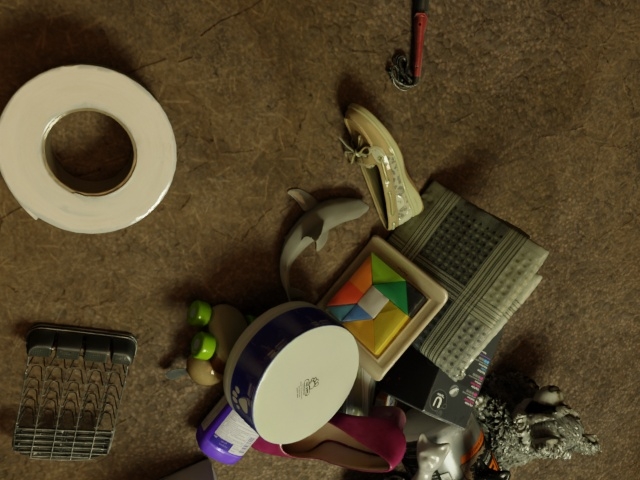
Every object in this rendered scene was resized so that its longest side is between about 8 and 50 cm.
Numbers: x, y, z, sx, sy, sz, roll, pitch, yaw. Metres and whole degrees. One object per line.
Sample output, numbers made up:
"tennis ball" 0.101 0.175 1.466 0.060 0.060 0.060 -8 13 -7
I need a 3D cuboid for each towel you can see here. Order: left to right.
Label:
"towel" 0.266 0.072 1.234 0.324 0.312 0.056 -54 146 5

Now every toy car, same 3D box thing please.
"toy car" -0.229 0.236 1.212 0.155 0.149 0.188 22 125 -37

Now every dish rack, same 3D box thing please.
"dish rack" -0.490 0.310 1.163 0.208 0.074 0.272 11 106 -21

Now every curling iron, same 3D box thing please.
"curling iron" 0.185 -0.434 1.155 0.068 0.035 0.274 4 107 -20

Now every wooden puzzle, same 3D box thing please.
"wooden puzzle" 0.115 0.136 1.237 0.239 0.221 0.044 -53 149 6

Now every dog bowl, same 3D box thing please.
"dog bowl" -0.053 0.260 1.161 0.264 0.104 0.265 -20 124 -33

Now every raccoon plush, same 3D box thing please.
"raccoon plush" 0.530 0.540 1.465 0.216 0.299 0.447 -16 113 -14

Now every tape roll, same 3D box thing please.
"tape roll" -0.397 -0.158 1.015 0.286 0.100 0.286 -6 110 -17

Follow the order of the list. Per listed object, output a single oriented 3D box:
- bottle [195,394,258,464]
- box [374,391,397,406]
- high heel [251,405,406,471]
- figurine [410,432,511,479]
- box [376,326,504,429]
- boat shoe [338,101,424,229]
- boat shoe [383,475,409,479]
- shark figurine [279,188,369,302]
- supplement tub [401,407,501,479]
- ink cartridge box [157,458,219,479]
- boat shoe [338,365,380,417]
"bottle" -0.146 0.350 1.280 0.118 0.092 0.283 37 93 -31
"box" 0.159 0.378 1.395 0.028 0.136 0.081 12 108 20
"high heel" -0.006 0.426 1.241 0.377 0.181 0.127 -15 98 17
"figurine" 0.275 0.539 1.263 0.214 0.092 0.210 21 104 17
"box" 0.271 0.250 1.309 0.143 0.165 0.271 30 79 -29
"boat shoe" 0.117 -0.145 1.194 0.089 0.104 0.285 -37 116 -7
"boat shoe" 0.197 0.656 1.499 0.306 0.105 0.113 12 97 -29
"shark figurine" -0.026 0.012 1.197 0.166 0.116 0.278 31 94 -24
"supplement tub" 0.326 0.565 1.406 0.207 0.207 0.338 -27 95 -9
"ink cartridge box" -0.235 0.732 1.275 0.166 0.285 0.395 -20 113 -11
"boat shoe" 0.079 0.342 1.355 0.103 0.118 0.321 10 112 17
